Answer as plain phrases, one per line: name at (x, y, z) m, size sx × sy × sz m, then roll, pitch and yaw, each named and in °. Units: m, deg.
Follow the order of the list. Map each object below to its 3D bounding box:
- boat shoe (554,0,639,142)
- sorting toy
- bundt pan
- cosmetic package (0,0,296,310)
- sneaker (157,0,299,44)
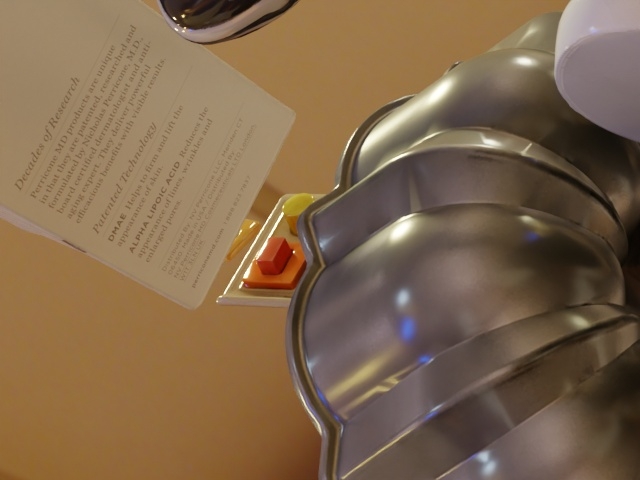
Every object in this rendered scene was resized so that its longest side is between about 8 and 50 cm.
boat shoe at (0.153, -0.075, 0.648) m, size 0.228 × 0.080 × 0.076 m, roll 16°, pitch -106°, yaw -53°
sorting toy at (0.000, 0.000, 1.835) m, size 0.196 × 0.348 × 0.047 m, roll -57°, pitch -43°, yaw -42°
bundt pan at (0.158, 0.033, 0.776) m, size 0.331 × 0.331 × 0.124 m, roll -11°, pitch -20°, yaw -27°
cosmetic package at (-0.221, -0.114, 1.058) m, size 0.385 × 0.217 × 0.156 m, roll 30°, pitch -96°, yaw -47°
sneaker at (-0.022, -0.169, 0.624) m, size 0.097 × 0.084 × 0.234 m, roll -4°, pitch -40°, yaw -41°
